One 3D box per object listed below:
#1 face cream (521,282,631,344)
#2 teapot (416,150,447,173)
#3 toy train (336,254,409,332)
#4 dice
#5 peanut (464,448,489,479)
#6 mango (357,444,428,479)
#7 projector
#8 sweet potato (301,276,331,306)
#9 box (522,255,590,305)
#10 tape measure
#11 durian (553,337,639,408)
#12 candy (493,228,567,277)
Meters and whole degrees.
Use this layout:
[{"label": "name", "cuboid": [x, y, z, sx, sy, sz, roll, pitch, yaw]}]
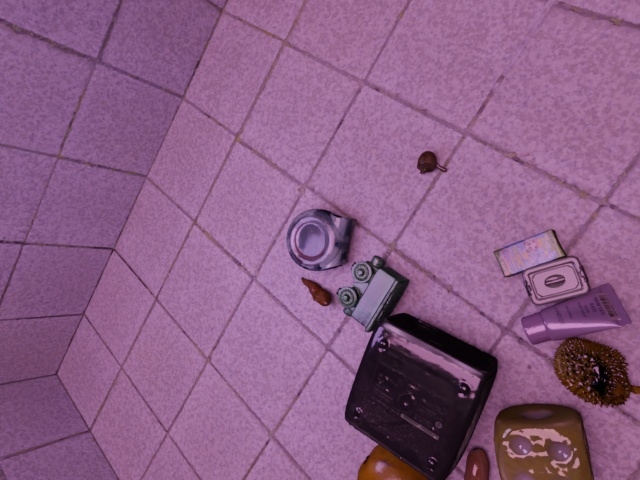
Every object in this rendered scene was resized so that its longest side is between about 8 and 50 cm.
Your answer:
[{"label": "face cream", "cuboid": [0.764, 0.236, 1.346, 0.274, 0.096, 0.154, -27, 34, 25]}, {"label": "teapot", "cuboid": [0.414, -0.279, 1.643, 0.111, 0.085, 0.080, 15, 70, 4]}, {"label": "toy train", "cuboid": [0.190, 0.196, 1.684, 0.202, 0.145, 0.265, 35, 105, 26]}, {"label": "dice", "cuboid": [0.660, 0.628, 1.308, 0.239, 0.227, 0.232, -13, 81, 29]}, {"label": "peanut", "cuboid": [0.521, 0.771, 1.472, 0.076, 0.076, 0.152, 4, 83, 32]}, {"label": "mango", "cuboid": [0.296, 0.918, 1.515, 0.300, 0.232, 0.445, -27, 84, 25]}, {"label": "projector", "cuboid": [0.324, 0.506, 1.472, 0.395, 0.242, 0.404, 25, 102, 29]}, {"label": "sweet potato", "cuboid": [-0.013, 0.220, 1.864, 0.226, 0.068, 0.068, 39, 107, 47]}, {"label": "box", "cuboid": [0.733, 0.126, 1.379, 0.172, 0.093, 0.123, -21, 76, 30]}, {"label": "tape measure", "cuboid": [0.000, 0.000, 1.820, 0.275, 0.147, 0.256, 14, 95, 28]}, {"label": "durian", "cuboid": [0.803, 0.395, 1.287, 0.238, 0.138, 0.193, 17, 95, 31]}, {"label": "candy", "cuboid": [0.678, 0.045, 1.439, 0.195, 0.062, 0.097, -27, 73, 29]}]
